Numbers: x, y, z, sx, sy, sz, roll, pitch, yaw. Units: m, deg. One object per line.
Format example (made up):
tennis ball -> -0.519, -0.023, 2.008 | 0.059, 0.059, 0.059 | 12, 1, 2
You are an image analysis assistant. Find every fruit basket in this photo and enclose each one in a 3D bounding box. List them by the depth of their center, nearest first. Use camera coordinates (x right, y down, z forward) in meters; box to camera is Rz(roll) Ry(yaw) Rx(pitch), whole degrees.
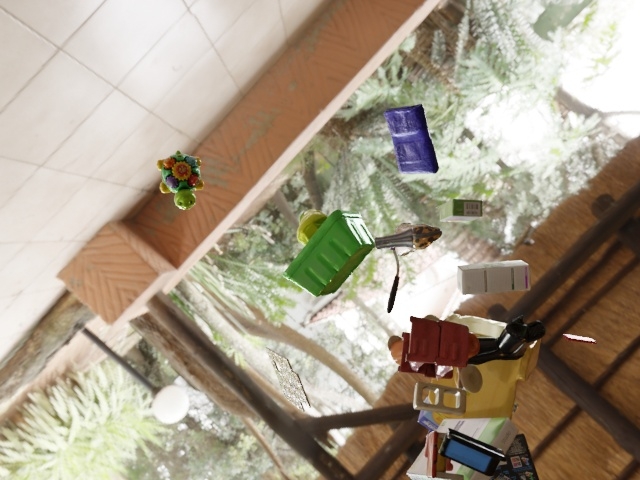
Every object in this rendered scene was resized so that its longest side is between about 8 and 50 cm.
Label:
fruit basket -> 0.000, 0.000, 2.134 | 0.392, 0.392, 0.282 | -46, 159, 21

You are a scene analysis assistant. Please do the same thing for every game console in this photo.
game console -> 0.319, 0.457, 1.091 | 0.107, 0.122, 0.071 | 36, 73, -74

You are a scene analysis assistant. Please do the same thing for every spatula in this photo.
spatula -> 0.239, 0.089, 1.631 | 0.084, 0.030, 0.297 | 0, 98, -51

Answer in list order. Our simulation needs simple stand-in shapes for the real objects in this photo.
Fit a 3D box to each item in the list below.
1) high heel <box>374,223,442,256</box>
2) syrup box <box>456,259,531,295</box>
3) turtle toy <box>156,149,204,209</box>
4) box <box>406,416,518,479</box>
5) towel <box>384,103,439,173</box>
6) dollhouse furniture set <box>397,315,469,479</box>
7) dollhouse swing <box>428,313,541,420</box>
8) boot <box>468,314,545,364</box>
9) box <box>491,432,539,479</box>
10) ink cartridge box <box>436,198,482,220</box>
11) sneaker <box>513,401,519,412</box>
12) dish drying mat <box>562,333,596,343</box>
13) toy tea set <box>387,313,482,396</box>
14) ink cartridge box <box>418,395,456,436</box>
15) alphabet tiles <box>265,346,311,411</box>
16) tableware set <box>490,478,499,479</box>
high heel -> 0.291, -0.010, 1.457 | 0.186, 0.093, 0.261 | -10, 180, 34
syrup box -> 0.612, 0.132, 1.832 | 0.236, 0.097, 0.093 | -4, -171, 4
turtle toy -> -0.296, -0.130, 1.104 | 0.095, 0.130, 0.066 | -8, 179, -19
box -> 0.421, 0.640, 1.553 | 0.232, 0.058, 0.322 | -42, 180, -29
towel -> 0.390, -0.432, 2.248 | 0.076, 0.309, 0.227 | -30, -159, -25
dollhouse furniture set -> 0.274, 0.400, 1.309 | 0.201, 0.152, 0.375 | 86, 13, -65
dollhouse swing -> 0.604, 0.481, 1.925 | 0.315, 0.346, 0.305 | -8, 104, -57
boot -> 0.568, 0.317, 1.651 | 0.207, 0.246, 0.094 | 92, -4, -55
box -> 0.640, 0.878, 1.867 | 0.295, 0.294, 0.073 | -9, 153, -4
ink cartridge box -> 0.501, -0.103, 1.880 | 0.209, 0.108, 0.062 | 133, -41, -83
sneaker -> 0.663, 0.607, 1.930 | 0.144, 0.053, 0.059 | 12, -114, 44
dish drying mat -> 0.714, 0.271, 1.421 | 0.032, 0.083, 0.008 | -98, -163, -76
toy tea set -> 0.348, 0.345, 1.591 | 0.124, 0.335, 0.200 | -36, -147, 55
ink cartridge box -> 0.620, 0.756, 2.274 | 0.396, 0.269, 0.151 | -60, 172, 32
alphabet tiles -> -0.101, 0.453, 1.658 | 0.009, 0.199, 0.237 | -24, -170, -23
tableware set -> 0.588, 0.893, 1.754 | 0.024, 0.103, 0.154 | 66, 31, -61
